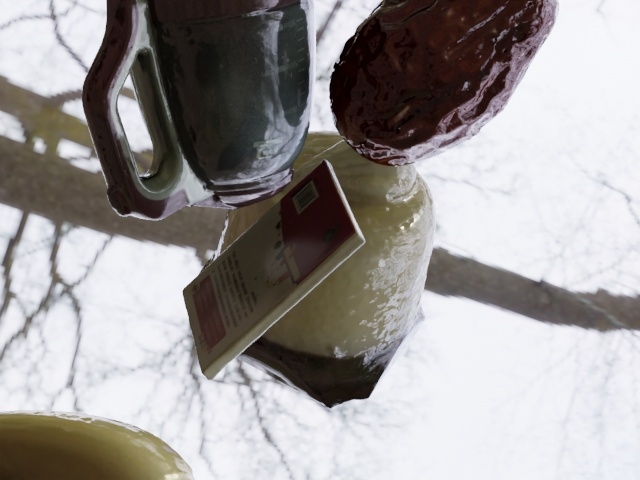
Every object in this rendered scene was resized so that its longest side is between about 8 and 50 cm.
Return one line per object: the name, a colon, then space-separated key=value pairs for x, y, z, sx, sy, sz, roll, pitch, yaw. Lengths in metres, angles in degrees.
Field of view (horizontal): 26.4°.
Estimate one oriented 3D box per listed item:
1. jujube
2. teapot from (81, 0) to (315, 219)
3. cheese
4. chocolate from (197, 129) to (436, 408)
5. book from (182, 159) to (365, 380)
jujube: x=0.139 y=-0.210 z=1.572 sx=0.290 sy=0.197 sz=0.197 roll=-41 pitch=-137 yaw=14
teapot: x=-0.141 y=-0.177 z=1.596 sx=0.233 sy=0.315 sz=0.312 roll=14 pitch=-62 yaw=44
cheese: x=-0.257 y=0.248 z=1.076 sx=0.316 sy=0.128 sz=0.259 roll=9 pitch=-121 yaw=32
chocolate: x=0.000 y=0.000 z=1.898 sx=0.314 sy=0.326 sz=0.297 roll=27 pitch=-39 yaw=18
book: x=-0.057 y=0.029 z=1.490 sx=0.232 sy=0.022 sz=0.162 roll=-43 pitch=-148 yaw=14
